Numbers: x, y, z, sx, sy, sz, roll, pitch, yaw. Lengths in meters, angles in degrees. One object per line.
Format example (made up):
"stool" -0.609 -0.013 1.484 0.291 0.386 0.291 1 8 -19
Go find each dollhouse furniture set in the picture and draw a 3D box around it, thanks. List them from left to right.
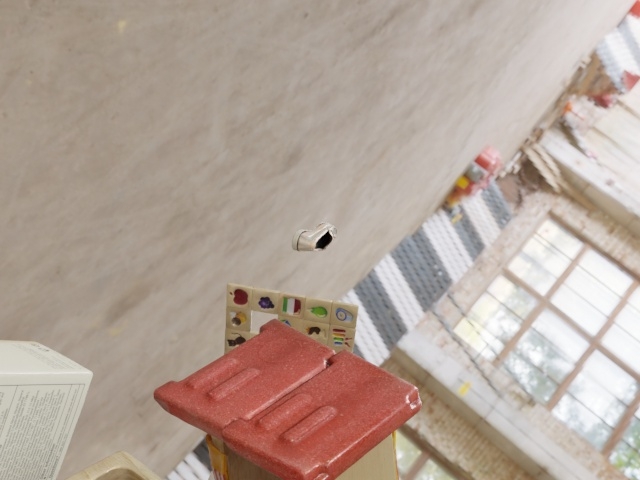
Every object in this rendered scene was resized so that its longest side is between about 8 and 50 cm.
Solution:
"dollhouse furniture set" -0.100 0.226 0.493 0.374 0.152 0.201 -26 121 -38

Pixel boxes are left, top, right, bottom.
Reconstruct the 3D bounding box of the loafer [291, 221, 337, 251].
"loafer" 0.000 0.000 1.254 0.125 0.039 0.045 -16 118 -61

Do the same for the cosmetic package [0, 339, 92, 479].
"cosmetic package" -0.407 0.192 0.847 0.309 0.113 0.160 20 90 -62

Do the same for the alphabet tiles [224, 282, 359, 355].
"alphabet tiles" -0.052 0.181 1.229 0.009 0.198 0.237 -72 169 -60

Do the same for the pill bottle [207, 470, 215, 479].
"pill bottle" -0.028 0.468 1.356 0.181 0.323 0.182 -169 -90 -67
